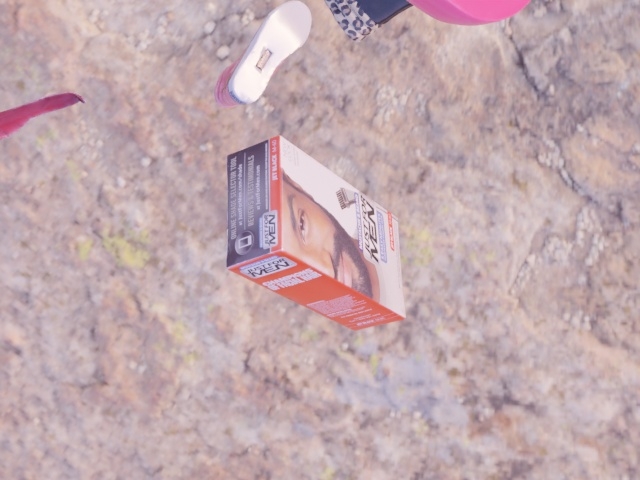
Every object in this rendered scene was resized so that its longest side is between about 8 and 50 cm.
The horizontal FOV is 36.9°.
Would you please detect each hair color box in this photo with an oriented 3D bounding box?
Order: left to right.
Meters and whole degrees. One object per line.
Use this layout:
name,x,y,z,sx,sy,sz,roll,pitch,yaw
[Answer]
hair color box,0.000,0.000,0.725,0.053,0.093,0.167,-18,151,31

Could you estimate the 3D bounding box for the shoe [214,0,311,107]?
shoe,-0.085,-0.261,1.351,0.063,0.178,0.081,40,161,-23

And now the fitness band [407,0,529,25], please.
fitness band,0.099,-0.300,0.783,0.054,0.209,0.291,12,172,46

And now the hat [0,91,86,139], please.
hat,-0.366,-0.112,0.844,0.173,0.208,0.183,55,134,13

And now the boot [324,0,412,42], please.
boot,0.103,-0.561,1.678,0.284,0.138,0.377,-29,83,34
